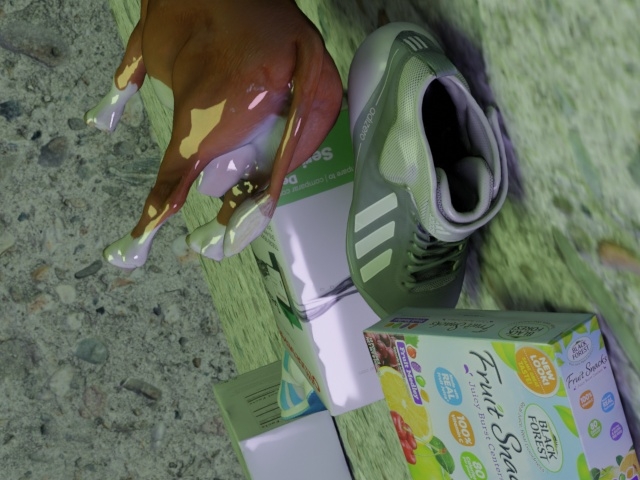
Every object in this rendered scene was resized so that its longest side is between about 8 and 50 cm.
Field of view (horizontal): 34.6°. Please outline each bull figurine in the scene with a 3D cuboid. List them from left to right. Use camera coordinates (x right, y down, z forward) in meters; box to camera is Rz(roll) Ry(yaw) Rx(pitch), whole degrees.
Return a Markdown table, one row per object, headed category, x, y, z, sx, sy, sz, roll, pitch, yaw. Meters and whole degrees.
| category | x | y | z | sx | sy | sz | roll | pitch | yaw |
| --- | --- | --- | --- | --- | --- | --- | --- | --- | --- |
| bull figurine | -0.068 | -0.111 | 0.635 | 0.188 | 0.101 | 0.310 | -59 | 24 | 22 |

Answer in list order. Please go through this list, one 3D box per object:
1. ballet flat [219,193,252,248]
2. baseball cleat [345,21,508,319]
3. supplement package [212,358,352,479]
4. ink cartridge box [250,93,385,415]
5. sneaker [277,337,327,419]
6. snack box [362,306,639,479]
| category | x | y | z | sx | sy | sz | roll | pitch | yaw |
| --- | --- | --- | --- | --- | --- | --- | --- | --- | --- |
| ballet flat | -0.035 | -0.040 | 0.926 | 0.280 | 0.095 | 0.096 | 60 | 160 | -2 |
| baseball cleat | 0.054 | -0.010 | 0.549 | 0.109 | 0.072 | 0.205 | -123 | 16 | -51 |
| supplement package | -0.059 | 0.286 | 1.504 | 0.244 | 0.134 | 0.139 | -143 | 35 | -72 |
| ink cartridge box | 0.000 | 0.000 | 0.782 | 0.160 | 0.093 | 0.219 | -137 | 29 | -69 |
| sneaker | -0.003 | 0.137 | 1.114 | 0.228 | 0.088 | 0.092 | 117 | 138 | -66 |
| snack box | 0.089 | 0.086 | 0.522 | 0.141 | 0.037 | 0.100 | -2 | 111 | 56 |
